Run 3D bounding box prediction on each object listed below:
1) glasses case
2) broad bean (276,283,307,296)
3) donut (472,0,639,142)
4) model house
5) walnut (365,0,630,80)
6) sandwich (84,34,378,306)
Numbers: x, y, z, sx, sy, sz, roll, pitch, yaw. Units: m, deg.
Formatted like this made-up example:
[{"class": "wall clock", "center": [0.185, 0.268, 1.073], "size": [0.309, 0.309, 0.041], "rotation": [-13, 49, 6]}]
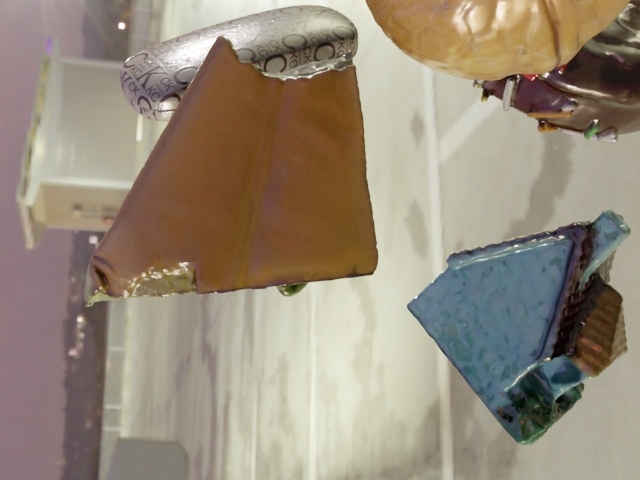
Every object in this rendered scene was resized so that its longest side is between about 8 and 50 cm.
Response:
[{"class": "glasses case", "center": [-0.108, -0.255, 1.359], "size": [0.137, 0.355, 0.085], "rotation": [44, 147, 41]}, {"class": "broad bean", "center": [0.000, 0.000, 1.275], "size": [0.256, 0.052, 0.052], "rotation": [-52, -42, -46]}, {"class": "donut", "center": [0.222, -0.192, 0.840], "size": [0.103, 0.270, 0.269], "rotation": [105, 163, -45]}, {"class": "model house", "center": [0.297, 0.068, 1.169], "size": [0.249, 0.280, 0.230], "rotation": [-43, 76, 23]}, {"class": "walnut", "center": [0.101, -0.171, 0.552], "size": [0.197, 0.165, 0.165], "rotation": [-104, 19, -83]}, {"class": "sandwich", "center": [-0.083, -0.059, 0.775], "size": [0.155, 0.228, 0.198], "rotation": [-176, 80, -84]}]
